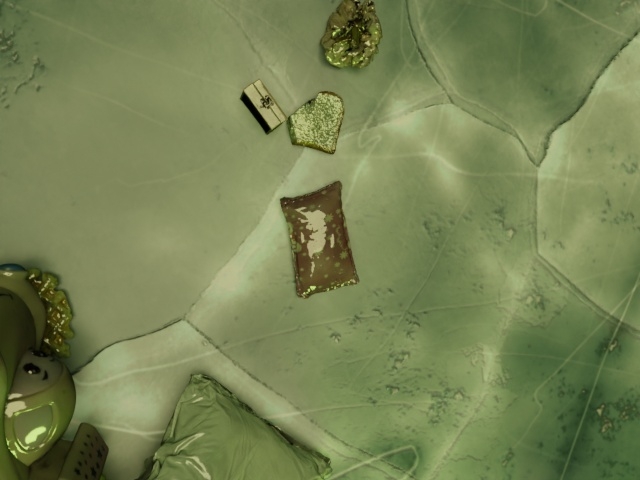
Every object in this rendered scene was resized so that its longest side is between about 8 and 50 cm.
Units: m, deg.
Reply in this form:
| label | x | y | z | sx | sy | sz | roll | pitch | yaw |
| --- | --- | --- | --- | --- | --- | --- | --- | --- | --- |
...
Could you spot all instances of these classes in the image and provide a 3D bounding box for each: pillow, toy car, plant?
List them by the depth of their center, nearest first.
| label | x | y | z | sx | sy | sz | roll | pitch | yaw |
| --- | --- | --- | --- | --- | --- | --- | --- | --- | --- |
| toy car | -0.442 | 0.219 | 1.020 | 0.226 | 0.242 | 0.336 | -2 | 107 | -5 |
| pillow | -0.150 | 0.393 | 1.146 | 0.310 | 0.138 | 0.283 | 42 | 58 | -12 |
| plant | 0.052 | -0.343 | 1.182 | 0.104 | 0.122 | 0.116 | 0 | 99 | 1 |
| pillow | 0.000 | 0.000 | 1.220 | 0.118 | 0.043 | 0.185 | -14 | 95 | -12 |

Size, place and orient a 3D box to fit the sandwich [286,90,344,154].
| label | x | y | z | sx | sy | sz | roll | pitch | yaw |
| --- | --- | --- | --- | --- | --- | --- | --- | --- | --- |
| sandwich | -0.007 | -0.205 | 1.215 | 0.093 | 0.036 | 0.105 | 17 | 88 | -9 |

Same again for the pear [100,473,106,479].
| label | x | y | z | sx | sy | sz | roll | pitch | yaw |
| --- | --- | --- | --- | --- | --- | --- | --- | --- | --- |
| pear | -0.434 | 0.459 | 1.117 | 0.288 | 0.139 | 0.239 | 4 | 53 | 10 |

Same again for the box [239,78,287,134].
| label | x | y | z | sx | sy | sz | roll | pitch | yaw |
| --- | --- | --- | --- | --- | --- | --- | --- | --- | --- |
| box | -0.093 | -0.217 | 1.175 | 0.035 | 0.083 | 0.079 | -37 | 97 | -7 |

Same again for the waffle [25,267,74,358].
| label | x | y | z | sx | sy | sz | roll | pitch | yaw |
| --- | --- | --- | --- | --- | --- | --- | --- | --- | --- |
| waffle | -0.489 | 0.134 | 1.142 | 0.183 | 0.036 | 0.169 | -11 | 96 | -9 |
